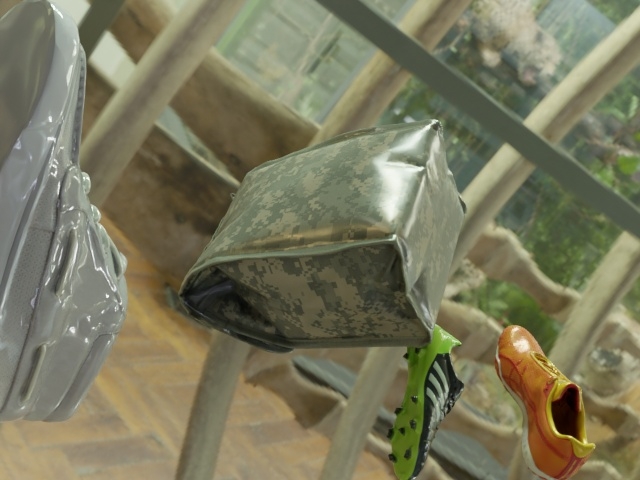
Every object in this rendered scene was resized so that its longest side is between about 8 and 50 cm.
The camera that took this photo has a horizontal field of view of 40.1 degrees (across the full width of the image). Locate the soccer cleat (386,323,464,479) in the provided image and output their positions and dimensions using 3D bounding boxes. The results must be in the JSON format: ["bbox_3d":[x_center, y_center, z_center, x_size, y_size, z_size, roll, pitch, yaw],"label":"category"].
[{"bbox_3d":[0.119,0.176,0.951,0.072,0.060,0.179,25,60,-22],"label":"soccer cleat"}]

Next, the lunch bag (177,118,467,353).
[{"bbox_3d":[0.000,0.000,1.013,0.235,0.287,0.169,-66,143,-47],"label":"lunch bag"}]

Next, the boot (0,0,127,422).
[{"bbox_3d":[-0.176,-0.011,0.556,0.095,0.258,0.123,14,-4,37],"label":"boot"}]

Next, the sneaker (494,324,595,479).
[{"bbox_3d":[0.208,0.137,0.796,0.064,0.067,0.175,20,32,-23],"label":"sneaker"}]
